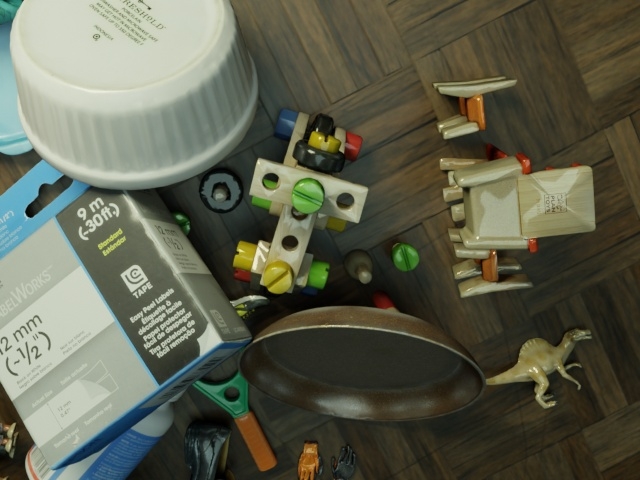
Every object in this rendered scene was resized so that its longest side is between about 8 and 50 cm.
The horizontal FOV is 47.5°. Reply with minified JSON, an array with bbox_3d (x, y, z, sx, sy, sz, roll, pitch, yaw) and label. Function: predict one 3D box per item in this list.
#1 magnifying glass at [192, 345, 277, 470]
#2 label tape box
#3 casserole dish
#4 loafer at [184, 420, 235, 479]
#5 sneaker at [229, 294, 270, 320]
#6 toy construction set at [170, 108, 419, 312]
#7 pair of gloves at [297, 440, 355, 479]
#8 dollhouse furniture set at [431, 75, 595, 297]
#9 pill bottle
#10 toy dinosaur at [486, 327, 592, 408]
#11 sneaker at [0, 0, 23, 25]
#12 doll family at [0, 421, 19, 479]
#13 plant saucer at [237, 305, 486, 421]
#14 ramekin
[{"bbox_3d":[-0.120,0.221,1.020,0.092,0.026,0.231,-24,101,0],"label":"magnifying glass"},{"bbox_3d":[-0.282,0.046,0.853,0.249,0.115,0.348,-37,81,9],"label":"label tape box"},{"bbox_3d":[-0.397,-0.200,0.899,0.114,0.037,0.188,-15,103,-2],"label":"casserole dish"},{"bbox_3d":[-0.151,0.337,1.015,0.061,0.062,0.170,-1,103,11],"label":"loafer"},{"bbox_3d":[-0.107,0.097,0.986,0.083,0.031,0.035,-14,75,7],"label":"sneaker"},{"bbox_3d":[0.000,0.000,0.874,0.309,0.237,0.257,41,95,-12],"label":"toy construction set"},{"bbox_3d":[0.009,0.330,1.060,0.083,0.010,0.074,8,101,-8],"label":"pair of gloves"},{"bbox_3d":[0.222,-0.063,0.871,0.135,0.259,0.262,-7,104,6],"label":"dollhouse furniture set"},{"bbox_3d":[-0.271,0.238,0.957,0.124,0.124,0.221,41,96,-12],"label":"pill bottle"},{"bbox_3d":[0.312,0.190,1.047,0.183,0.053,0.092,-26,87,-7],"label":"toy dinosaur"},{"bbox_3d":[-0.383,-0.359,0.770,0.110,0.107,0.275,-1,133,-7],"label":"sneaker"},{"bbox_3d":[-0.473,0.299,0.978,0.111,0.076,0.193,10,104,-12],"label":"doll family"},{"bbox_3d":[0.052,0.158,0.924,0.310,0.310,0.050,13,58,-8],"label":"plant saucer"},{"bbox_3d":[-0.206,-0.198,0.797,0.273,0.127,0.273,1,59,-1],"label":"ramekin"}]
